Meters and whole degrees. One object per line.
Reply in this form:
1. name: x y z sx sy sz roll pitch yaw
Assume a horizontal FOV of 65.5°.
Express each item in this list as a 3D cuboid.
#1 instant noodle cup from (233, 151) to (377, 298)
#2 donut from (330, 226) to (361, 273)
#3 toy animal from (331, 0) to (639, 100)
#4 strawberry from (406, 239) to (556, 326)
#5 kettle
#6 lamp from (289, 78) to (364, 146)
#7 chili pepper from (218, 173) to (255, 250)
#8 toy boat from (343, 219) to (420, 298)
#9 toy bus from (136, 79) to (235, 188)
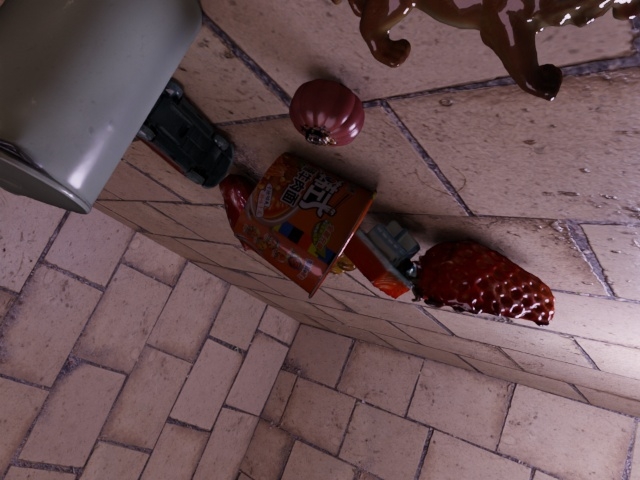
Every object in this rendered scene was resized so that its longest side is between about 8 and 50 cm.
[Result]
1. instant noodle cup: -0.035 -0.041 0.971 0.192 0.250 0.250 32 164 1
2. donut: -0.001 -0.001 1.240 0.227 0.113 0.226 21 164 6
3. toy animal: 0.133 -0.225 0.429 0.313 0.097 0.157 21 152 16
4. strawberry: 0.324 0.078 1.023 0.281 0.150 0.254 8 179 35
5. kettle: -0.332 -0.214 0.644 0.265 0.317 0.205 11 162 31
6. lamp: 0.009 -0.179 0.701 0.108 0.092 0.107 19 163 6
7. chili pepper: -0.189 -0.092 1.228 0.137 0.144 0.252 1 147 11
8. toy boat: 0.169 0.041 1.140 0.145 0.133 0.332 49 -174 22
9. toy bus: -0.285 -0.210 0.966 0.120 0.121 0.265 22 167 34
